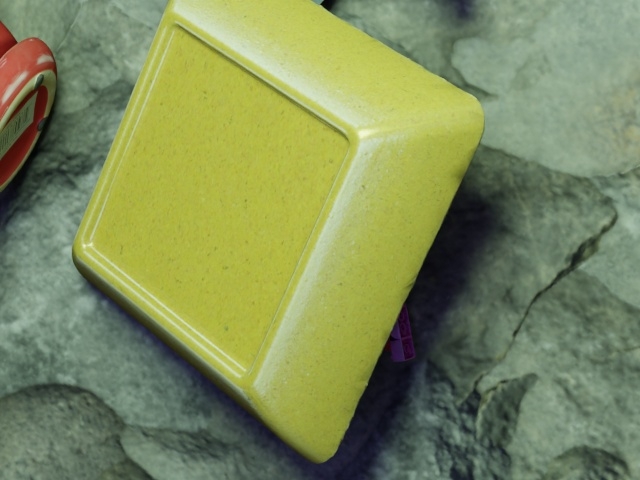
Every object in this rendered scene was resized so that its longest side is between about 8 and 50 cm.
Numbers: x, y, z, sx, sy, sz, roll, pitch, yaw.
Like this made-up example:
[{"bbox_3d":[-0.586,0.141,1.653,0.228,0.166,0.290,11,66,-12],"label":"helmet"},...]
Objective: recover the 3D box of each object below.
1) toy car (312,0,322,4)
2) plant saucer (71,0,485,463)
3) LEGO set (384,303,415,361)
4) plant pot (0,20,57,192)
[{"bbox_3d":[0.020,-0.261,1.344,0.188,0.149,0.155,-26,95,30],"label":"toy car"},{"bbox_3d":[-0.068,-0.035,1.352,0.333,0.081,0.333,35,110,32],"label":"plant saucer"},{"bbox_3d":[0.000,0.000,1.400,0.093,0.087,0.227,-9,91,34],"label":"LEGO set"},{"bbox_3d":[-0.339,-0.126,1.441,0.174,0.191,0.191,29,104,4],"label":"plant pot"}]
